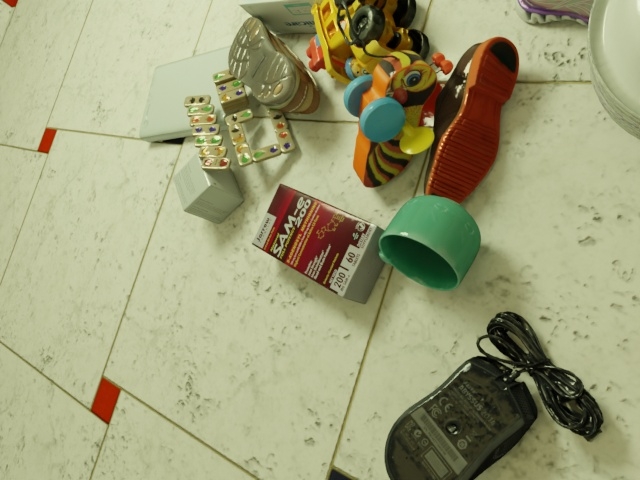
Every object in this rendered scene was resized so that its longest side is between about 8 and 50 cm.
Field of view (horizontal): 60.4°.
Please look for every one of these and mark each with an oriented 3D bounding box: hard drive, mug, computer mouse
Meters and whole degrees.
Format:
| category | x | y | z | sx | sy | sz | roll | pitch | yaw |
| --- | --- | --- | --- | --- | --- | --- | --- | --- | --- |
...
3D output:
| category | x | y | z | sx | sy | sz | roll | pitch | yaw |
| --- | --- | --- | --- | --- | --- | --- | --- | --- | --- |
| hard drive | -0.310 | -0.350 | 1.326 | 0.308 | 0.040 | 0.202 | 1 | 76 | 36 |
| mug | 0.154 | -0.008 | 0.805 | 0.158 | 0.129 | 0.097 | 22 | 65 | 34 |
| computer mouse | 0.209 | 0.243 | 0.731 | 0.272 | 0.072 | 0.188 | -39 | 53 | 6 |

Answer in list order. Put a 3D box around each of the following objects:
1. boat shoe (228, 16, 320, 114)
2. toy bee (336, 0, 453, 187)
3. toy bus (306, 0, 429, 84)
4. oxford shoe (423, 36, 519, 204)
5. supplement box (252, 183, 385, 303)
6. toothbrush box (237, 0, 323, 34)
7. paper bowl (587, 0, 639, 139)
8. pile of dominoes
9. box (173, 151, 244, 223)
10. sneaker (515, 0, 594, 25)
| category | x | y | z | sx | sy | sz | roll | pitch | yaw |
| --- | --- | --- | --- | --- | --- | --- | --- | --- | --- |
| boat shoe | -0.097 | -0.347 | 1.121 | 0.123 | 0.116 | 0.324 | -49 | 44 | 23 |
| toy bee | 0.126 | -0.215 | 0.845 | 0.162 | 0.298 | 0.195 | -16 | 67 | -7 |
| toy bus | 0.063 | -0.358 | 0.994 | 0.211 | 0.150 | 0.220 | -33 | 60 | 39 |
| oxford shoe | 0.219 | -0.176 | 0.858 | 0.271 | 0.097 | 0.098 | -67 | 25 | 0 |
| supplement box | 0.000 | 0.000 | 0.958 | 0.239 | 0.073 | 0.130 | 26 | 92 | 40 |
| toothbrush box | -0.014 | -0.588 | 1.129 | 0.216 | 0.126 | 0.295 | 17 | 87 | 39 |
| paper bowl | 0.450 | -0.245 | 0.604 | 0.284 | 0.148 | 0.284 | -5 | 79 | 27 |
| pile of dominoes | -0.177 | -0.255 | 1.132 | 0.196 | 0.040 | 0.251 | -19 | 57 | -2 |
| box | -0.234 | -0.108 | 1.150 | 0.087 | 0.102 | 0.101 | -41 | 55 | 21 |
| sneaker | 0.378 | -0.362 | 0.774 | 0.236 | 0.105 | 0.095 | 20 | 86 | 38 |
